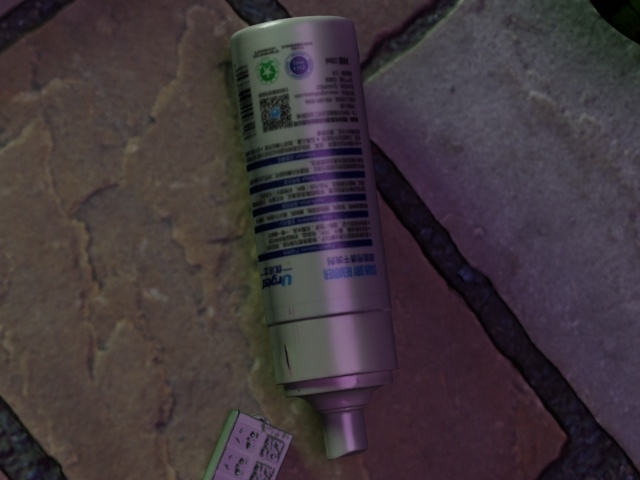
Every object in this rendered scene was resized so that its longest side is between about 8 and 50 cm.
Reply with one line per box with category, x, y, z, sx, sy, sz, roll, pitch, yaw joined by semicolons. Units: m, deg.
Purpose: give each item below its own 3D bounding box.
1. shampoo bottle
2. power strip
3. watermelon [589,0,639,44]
shampoo bottle;0.000;0.000;1.369;0.092;0.092;0.303;-7;86;-21
power strip;-0.063;0.184;1.360;0.051;0.019;0.136;28;74;-17
watermelon;0.322;-0.261;1.428;0.285;0.285;0.285;3;82;-20
